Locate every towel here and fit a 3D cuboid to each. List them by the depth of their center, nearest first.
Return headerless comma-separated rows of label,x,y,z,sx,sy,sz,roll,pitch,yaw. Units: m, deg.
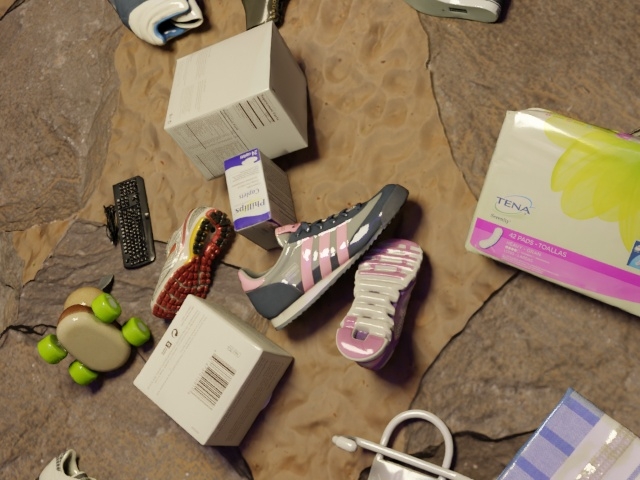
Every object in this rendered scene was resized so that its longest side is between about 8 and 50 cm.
towel,0.390,0.365,0.947,0.285,0.034,0.209,40,91,28

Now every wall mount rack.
wall mount rack,0.133,0.421,0.986,0.304,0.130,0.349,13,81,26

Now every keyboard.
keyboard,-0.387,-0.035,1.401,0.100,0.038,0.192,-22,66,16

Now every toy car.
toy car,-0.427,0.145,1.337,0.155,0.149,0.188,-37,35,6

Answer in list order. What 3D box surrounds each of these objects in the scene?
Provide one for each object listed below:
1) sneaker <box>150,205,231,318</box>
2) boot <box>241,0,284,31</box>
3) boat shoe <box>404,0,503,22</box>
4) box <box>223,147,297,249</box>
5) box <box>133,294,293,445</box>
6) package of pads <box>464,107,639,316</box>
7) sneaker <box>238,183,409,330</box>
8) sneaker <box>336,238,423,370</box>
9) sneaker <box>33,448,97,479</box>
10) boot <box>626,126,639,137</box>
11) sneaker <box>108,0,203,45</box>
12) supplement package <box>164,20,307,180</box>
sneaker,-0.245,0.041,1.302,0.093,0.088,0.225,24,85,48
boot,-0.070,-0.487,1.388,0.198,0.077,0.136,-18,72,32
boat shoe,0.236,-0.440,1.242,0.184,0.065,0.083,19,81,20
box,-0.102,-0.069,1.237,0.072,0.126,0.137,-19,68,16
box,-0.178,0.217,1.188,0.182,0.119,0.180,31,89,28
package of pads,0.376,-0.048,1.003,0.297,0.101,0.229,22,106,26
sneaker,0.000,0.000,1.161,0.319,0.112,0.131,-44,91,4
sneaker,0.099,0.105,1.122,0.095,0.104,0.236,9,56,26
sneaker,-0.416,0.474,1.237,0.095,0.090,0.235,-46,64,-6
boot,0.546,-0.187,1.016,0.236,0.085,0.178,-19,30,52
sneaker,-0.281,-0.548,1.472,0.323,0.130,0.236,-43,72,1
supplement package,-0.144,-0.247,1.269,0.203,0.149,0.194,-16,49,19
